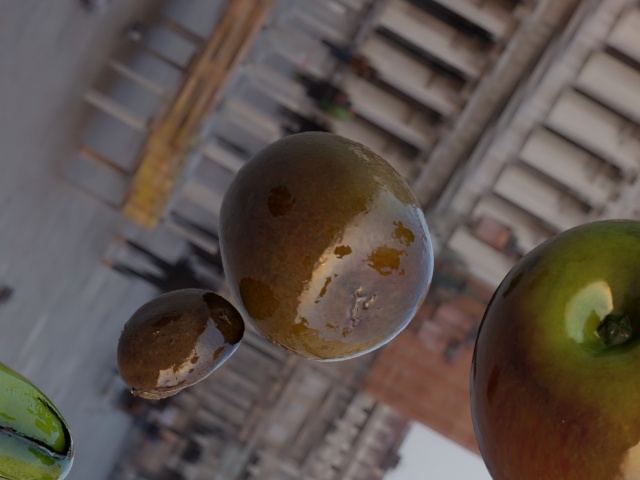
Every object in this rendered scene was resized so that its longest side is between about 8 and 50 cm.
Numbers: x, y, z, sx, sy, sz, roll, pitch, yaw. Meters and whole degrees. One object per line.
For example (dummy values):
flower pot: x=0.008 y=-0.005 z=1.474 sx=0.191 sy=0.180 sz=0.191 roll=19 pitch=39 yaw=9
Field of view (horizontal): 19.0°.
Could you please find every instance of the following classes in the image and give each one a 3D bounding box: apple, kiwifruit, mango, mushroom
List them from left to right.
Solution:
mango: x=-0.225 y=0.114 z=1.233 sx=0.091 sy=0.165 sz=0.074 roll=-24 pitch=-126 yaw=28
mushroom: x=-0.122 y=0.093 z=1.697 sx=0.127 sy=0.087 sz=0.127 roll=-18 pitch=-158 yaw=8
kiwifruit: x=0.000 y=0.000 z=1.759 sx=0.196 sy=0.196 sz=0.234 roll=-60 pitch=-155 yaw=21
apple: x=0.175 y=0.081 z=1.031 sx=0.196 sy=0.196 sz=0.196 roll=-60 pitch=-179 yaw=1
